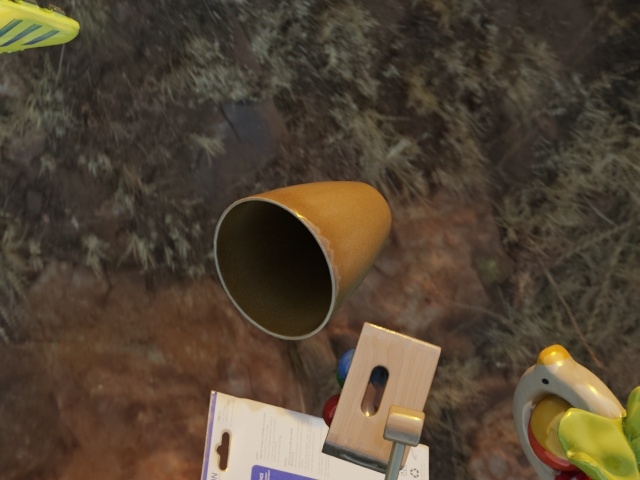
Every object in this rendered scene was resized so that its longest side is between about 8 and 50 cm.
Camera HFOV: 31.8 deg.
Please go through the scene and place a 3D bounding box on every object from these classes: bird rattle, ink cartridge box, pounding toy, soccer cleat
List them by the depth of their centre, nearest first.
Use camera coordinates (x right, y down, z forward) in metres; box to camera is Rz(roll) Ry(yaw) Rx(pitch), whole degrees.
[{"bbox_3d":[0.048,0.179,1.115,0.094,0.206,0.181,18,75,3],"label":"pounding toy"},{"bbox_3d":[0.276,0.218,1.145,0.143,0.207,0.253,-24,145,-18],"label":"bird rattle"},{"bbox_3d":[-0.011,0.320,1.499,0.333,0.165,0.065,19,143,-19],"label":"ink cartridge box"},{"bbox_3d":[-0.475,-0.282,1.529,0.289,0.093,0.121,0,105,-30],"label":"soccer cleat"}]

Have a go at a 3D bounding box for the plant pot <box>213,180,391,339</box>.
[{"bbox_3d":[0.000,0.000,1.814,0.254,0.237,0.237,-31,120,-45],"label":"plant pot"}]
